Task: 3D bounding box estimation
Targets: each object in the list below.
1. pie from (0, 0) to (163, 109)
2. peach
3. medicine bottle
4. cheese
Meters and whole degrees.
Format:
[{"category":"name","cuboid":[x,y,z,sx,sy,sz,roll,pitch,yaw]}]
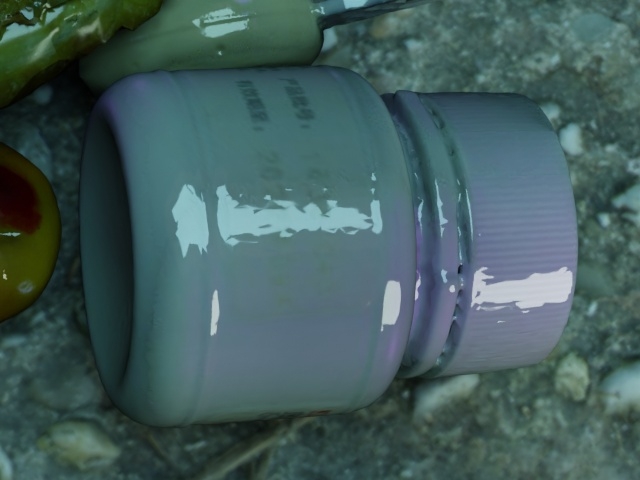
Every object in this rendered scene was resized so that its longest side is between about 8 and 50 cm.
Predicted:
[{"category":"pie","cuboid":[-0.236,-0.201,1.312,0.288,0.103,0.355,24,55,31]},{"category":"peach","cuboid":[-0.242,-0.009,1.300,0.138,0.138,0.138,5,70,-14]},{"category":"medicine bottle","cuboid":[0.000,0.000,1.302,0.302,0.241,0.241,-3,73,-17]},{"category":"cheese","cuboid":[-0.041,-0.153,1.349,0.163,0.248,0.071,-4,81,-63]}]
